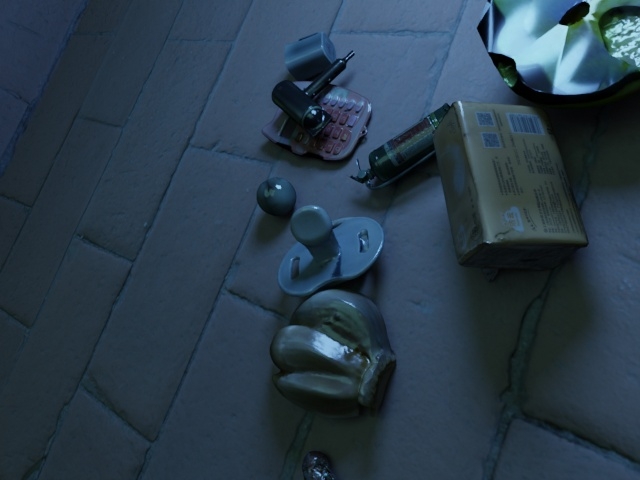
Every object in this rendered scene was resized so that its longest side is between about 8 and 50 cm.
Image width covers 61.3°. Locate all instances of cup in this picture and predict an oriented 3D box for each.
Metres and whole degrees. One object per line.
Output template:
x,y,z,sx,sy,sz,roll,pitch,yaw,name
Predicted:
-0.030,-0.540,1.556,0.129,0.095,0.128,-13,62,25,cup

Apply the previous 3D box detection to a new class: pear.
0.540,-0.417,1.085,0.399,0.165,0.398,-13,64,28,pear

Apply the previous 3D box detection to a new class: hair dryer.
0.014,-0.409,1.438,0.248,0.078,0.195,-45,59,1,hair dryer

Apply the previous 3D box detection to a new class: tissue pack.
0.343,-0.088,1.069,0.239,0.238,0.305,-18,62,26,tissue pack

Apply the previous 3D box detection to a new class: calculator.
-0.004,-0.325,1.481,0.330,0.048,0.220,24,84,35,calculator

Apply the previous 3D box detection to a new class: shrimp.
0.014,0.524,1.100,0.073,0.074,0.190,-18,49,-10,shrimp

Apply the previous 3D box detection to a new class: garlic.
0.018,0.235,1.182,0.325,0.132,0.279,18,72,32,garlic

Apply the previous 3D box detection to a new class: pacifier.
0.000,0.000,1.238,0.279,0.207,0.227,-22,41,19,pacifier

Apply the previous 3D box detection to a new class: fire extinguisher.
0.192,-0.203,1.268,0.294,0.093,0.118,-31,59,19,fire extinguisher

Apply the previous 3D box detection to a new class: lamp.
-0.117,-0.116,1.426,0.105,0.105,0.105,-13,64,28,lamp
